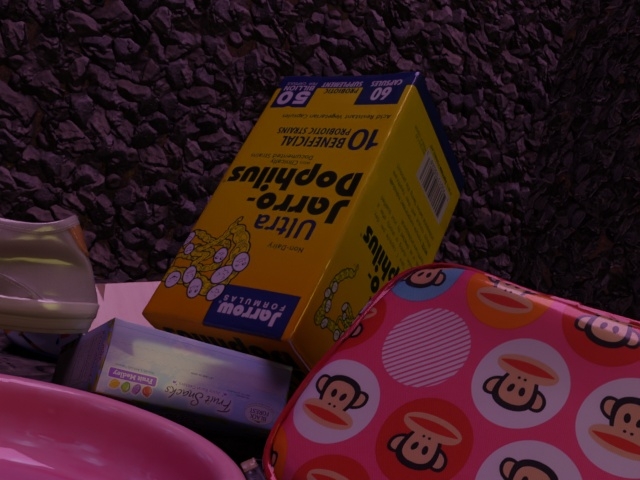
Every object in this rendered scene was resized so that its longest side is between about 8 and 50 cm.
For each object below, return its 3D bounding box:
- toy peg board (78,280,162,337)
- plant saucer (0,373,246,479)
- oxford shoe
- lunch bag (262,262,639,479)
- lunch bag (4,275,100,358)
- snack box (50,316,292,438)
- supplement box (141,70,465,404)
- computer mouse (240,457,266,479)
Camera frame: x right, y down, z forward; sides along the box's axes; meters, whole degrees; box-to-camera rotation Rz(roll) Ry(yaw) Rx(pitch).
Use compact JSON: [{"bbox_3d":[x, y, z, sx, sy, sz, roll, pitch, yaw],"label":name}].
[{"bbox_3d":[-0.242,0.141,1.001,0.160,0.079,0.161,-1,48,-36],"label":"toy peg board"},{"bbox_3d":[-0.210,0.149,0.442,0.332,0.084,0.332,14,-2,1],"label":"plant saucer"},{"bbox_3d":[-0.422,-0.002,0.680,0.449,0.130,0.169,10,-6,-23],"label":"oxford shoe"},{"bbox_3d":[0.114,0.157,0.493,0.293,0.258,0.120,20,-34,36],"label":"lunch bag"},{"bbox_3d":[-0.353,0.127,1.215,0.243,0.115,0.303,15,-1,-9],"label":"lunch bag"},{"bbox_3d":[-0.153,0.141,0.733,0.174,0.070,0.207,20,-24,-24],"label":"snack box"},{"bbox_3d":[0.000,0.000,0.865,0.194,0.356,0.195,6,-34,33],"label":"supplement box"},{"bbox_3d":[0.022,0.229,0.648,0.193,0.042,0.106,15,9,-32],"label":"computer mouse"}]
